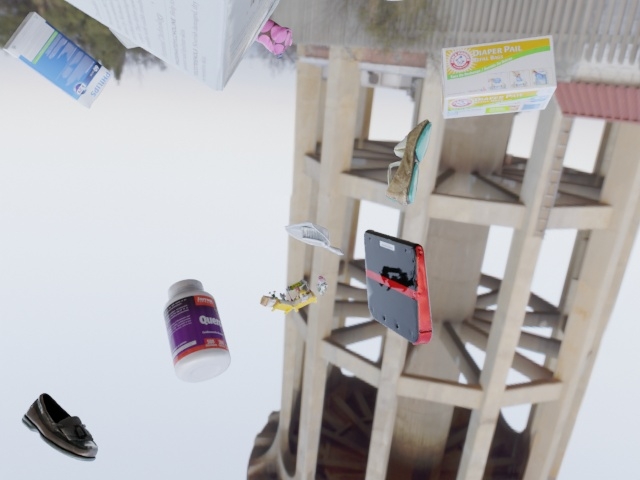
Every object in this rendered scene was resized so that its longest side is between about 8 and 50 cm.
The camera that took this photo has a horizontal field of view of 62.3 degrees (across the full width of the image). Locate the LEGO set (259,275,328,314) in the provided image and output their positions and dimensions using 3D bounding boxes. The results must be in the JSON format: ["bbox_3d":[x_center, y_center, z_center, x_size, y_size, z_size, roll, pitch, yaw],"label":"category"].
[{"bbox_3d":[-0.119,0.199,2.011,0.286,0.132,0.107,-11,-125,-29],"label":"LEGO set"}]

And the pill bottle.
[{"bbox_3d":[-0.420,0.294,1.768,0.181,0.182,0.323,-5,-126,-26],"label":"pill bottle"}]

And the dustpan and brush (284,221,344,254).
[{"bbox_3d":[0.000,0.000,1.723,0.211,0.061,0.147,16,166,-37],"label":"dustpan and brush"}]

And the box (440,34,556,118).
[{"bbox_3d":[0.338,-0.314,1.032,0.202,0.103,0.114,-3,172,13],"label":"box"}]

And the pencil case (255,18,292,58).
[{"bbox_3d":[-0.183,-0.622,1.538,0.209,0.095,0.098,37,-142,11],"label":"pencil case"}]

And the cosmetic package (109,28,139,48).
[{"bbox_3d":[-0.550,-0.763,1.611,0.160,0.310,0.113,-8,169,6],"label":"cosmetic package"}]

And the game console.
[{"bbox_3d":[0.257,0.150,1.808,0.060,0.343,0.386,-8,-169,-20],"label":"game console"}]

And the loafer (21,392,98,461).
[{"bbox_3d":[-0.650,0.464,1.329,0.267,0.084,0.096,14,165,30],"label":"loafer"}]

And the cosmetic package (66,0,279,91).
[{"bbox_3d":[-0.262,-0.552,0.936,0.393,0.330,0.327,30,166,-6],"label":"cosmetic package"}]

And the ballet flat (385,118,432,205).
[{"bbox_3d":[0.181,-0.170,1.111,0.067,0.073,0.206,8,-116,25],"label":"ballet flat"}]

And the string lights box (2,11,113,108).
[{"bbox_3d":[-0.763,-0.523,1.557,0.076,0.133,0.259,26,170,47],"label":"string lights box"}]
